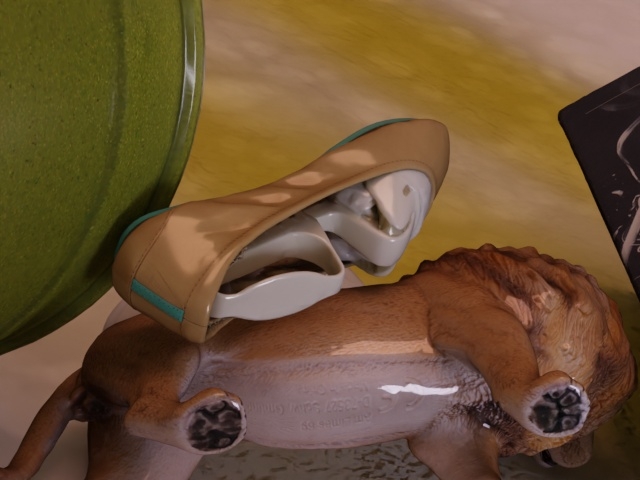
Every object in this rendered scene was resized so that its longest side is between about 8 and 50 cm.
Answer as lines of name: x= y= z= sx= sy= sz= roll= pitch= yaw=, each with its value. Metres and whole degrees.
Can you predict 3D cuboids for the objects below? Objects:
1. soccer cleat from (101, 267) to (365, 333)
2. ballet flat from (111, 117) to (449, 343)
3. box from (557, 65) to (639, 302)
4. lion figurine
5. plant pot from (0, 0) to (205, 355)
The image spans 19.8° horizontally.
soccer cleat: x=-0.039 y=0.046 z=1.081 sx=0.196 sy=0.068 sz=0.076 roll=-9 pitch=38 yaw=-44
ballet flat: x=0.000 y=0.000 z=0.943 sx=0.232 sy=0.080 sz=0.073 roll=-23 pitch=49 yaw=-37
box: x=0.356 y=-0.032 z=1.109 sx=0.343 sy=0.179 sz=0.312 roll=-29 pitch=27 yaw=10
lion figurine: x=-0.004 y=0.076 z=0.963 sx=0.392 sy=0.142 sz=0.240 roll=3 pitch=21 yaw=-13
plant pot: x=-0.282 y=-0.072 z=0.786 sx=0.367 sy=0.366 sz=0.353 roll=21 pitch=18 yaw=12
